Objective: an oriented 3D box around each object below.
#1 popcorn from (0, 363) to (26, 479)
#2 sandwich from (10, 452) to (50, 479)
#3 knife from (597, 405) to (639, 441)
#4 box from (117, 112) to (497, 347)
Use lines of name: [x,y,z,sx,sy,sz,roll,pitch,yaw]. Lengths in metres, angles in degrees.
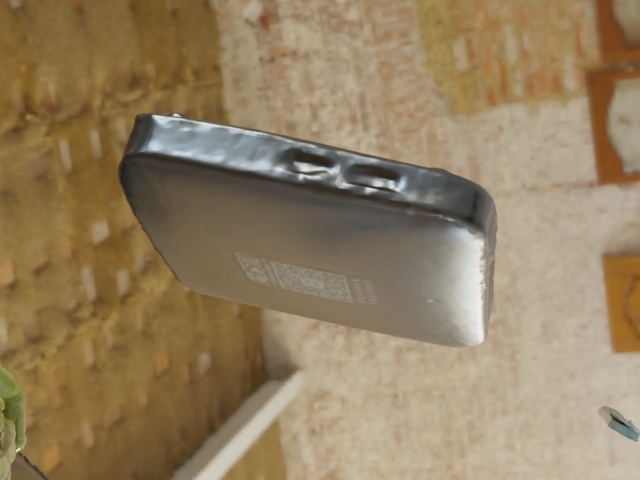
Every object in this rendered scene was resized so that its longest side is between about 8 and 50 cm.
popcorn: [-0.410,0.193,1.092,0.247,0.282,0.282,-60,-8,18]
sandwich: [-0.432,0.298,1.334,0.155,0.227,0.198,-58,-12,27]
knife: [0.270,0.164,1.131,0.015,0.028,0.210,-57,-10,2]
box: [0.000,0.000,0.996,0.290,0.289,0.073,71,-147,-66]
